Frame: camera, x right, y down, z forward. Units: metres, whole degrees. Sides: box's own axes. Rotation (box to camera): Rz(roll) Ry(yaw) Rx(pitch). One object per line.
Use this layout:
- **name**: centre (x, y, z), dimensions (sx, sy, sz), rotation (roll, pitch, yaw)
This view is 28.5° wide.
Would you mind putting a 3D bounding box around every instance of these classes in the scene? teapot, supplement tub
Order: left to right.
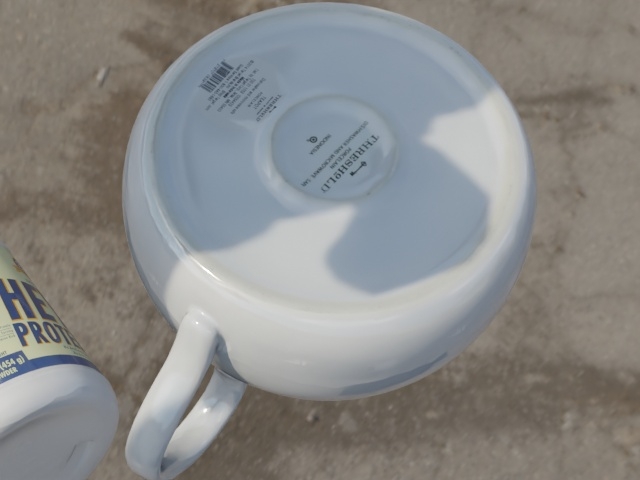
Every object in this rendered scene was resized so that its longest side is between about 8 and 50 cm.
- **supplement tub**: centre (-0.391, 0.129, 1.344), dimensions (0.235, 0.235, 0.325), rotation (-25, 57, -32)
- **teapot**: centre (0.000, 0.000, 0.755), dimensions (0.256, 0.187, 0.253), rotation (-6, 60, -8)
